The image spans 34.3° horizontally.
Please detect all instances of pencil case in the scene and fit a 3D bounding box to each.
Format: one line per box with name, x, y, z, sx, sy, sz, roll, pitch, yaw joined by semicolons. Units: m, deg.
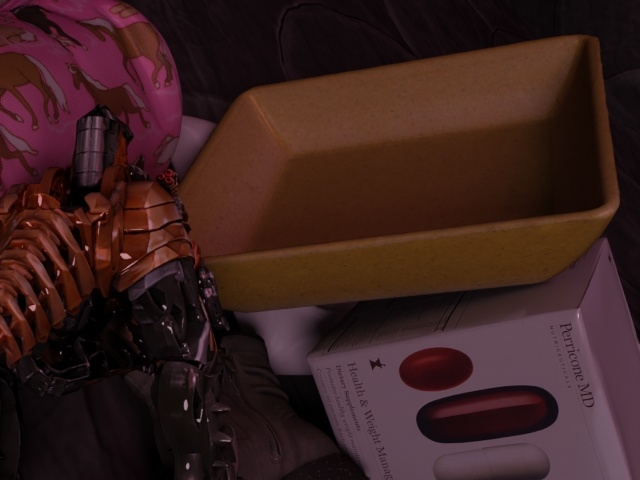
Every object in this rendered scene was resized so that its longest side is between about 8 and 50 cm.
pencil case;-0.212;-0.058;0.604;0.160;0.167;0.386;27;19;6

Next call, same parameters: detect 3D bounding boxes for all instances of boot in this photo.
boot;-0.090;0.138;0.680;0.161;0.083;0.247;47;26;25

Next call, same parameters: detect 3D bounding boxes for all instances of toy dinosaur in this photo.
toy dinosaur;-0.120;0.038;0.509;0.322;0.164;0.218;1;88;-69

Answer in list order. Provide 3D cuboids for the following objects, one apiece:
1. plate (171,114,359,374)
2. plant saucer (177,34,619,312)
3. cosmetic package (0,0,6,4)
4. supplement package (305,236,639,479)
plate;0.000;0.000;0.980;0.278;0.045;0.277;10;46;-48
plant saucer;0.061;-0.049;0.821;0.332;0.333;0.081;-70;148;-58
cosmetic package;-0.352;-0.270;0.764;0.309;0.113;0.160;24;36;-35
supplement package;0.133;0.128;0.776;0.149;0.203;0.194;-40;113;-61
